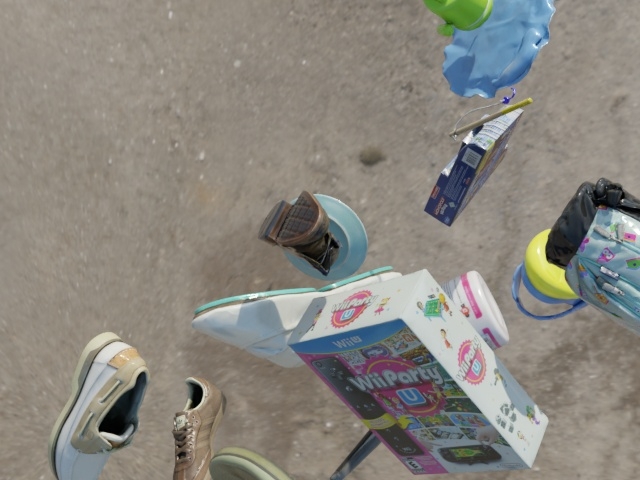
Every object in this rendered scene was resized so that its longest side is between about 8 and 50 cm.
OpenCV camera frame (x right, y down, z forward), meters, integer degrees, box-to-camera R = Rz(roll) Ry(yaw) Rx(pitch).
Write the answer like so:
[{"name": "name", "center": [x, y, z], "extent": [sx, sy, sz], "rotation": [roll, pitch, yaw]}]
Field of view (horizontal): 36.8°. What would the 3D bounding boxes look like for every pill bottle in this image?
[{"name": "pill bottle", "center": [0.216, 0.187, 1.916], "extent": [0.283, 0.160, 0.160], "rotation": [-26, 85, 13]}]

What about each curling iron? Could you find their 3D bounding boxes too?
[{"name": "curling iron", "center": [0.102, 0.302, 1.601], "extent": [0.274, 0.068, 0.035], "rotation": [-50, 123, -30]}]

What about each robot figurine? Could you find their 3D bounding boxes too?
[{"name": "robot figurine", "center": [0.176, -0.311, 1.230], "extent": [0.115, 0.067, 0.101], "rotation": [18, 105, -49]}]

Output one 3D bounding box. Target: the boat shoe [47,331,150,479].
[{"name": "boat shoe", "center": [-0.360, 0.303, 1.572], "extent": [0.103, 0.302, 0.113], "rotation": [31, 27, 26]}]

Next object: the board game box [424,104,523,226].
[{"name": "board game box", "center": [0.279, -0.151, 1.695], "extent": [0.060, 0.194, 0.194], "rotation": [34, 48, 13]}]

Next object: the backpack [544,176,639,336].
[{"name": "backpack", "center": [0.310, 0.028, 0.930], "extent": [0.182, 0.152, 0.115], "rotation": [34, 99, 12]}]

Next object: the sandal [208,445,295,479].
[{"name": "sandal", "center": [-0.030, 0.307, 0.973], "extent": [0.086, 0.303, 0.120], "rotation": [-42, 132, -17]}]

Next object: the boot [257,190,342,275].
[{"name": "boot", "center": [-0.003, -0.006, 1.256], "extent": [0.106, 0.219, 0.082], "rotation": [30, 83, -16]}]

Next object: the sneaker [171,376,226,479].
[{"name": "sneaker", "center": [-0.190, 0.282, 1.376], "extent": [0.071, 0.066, 0.188], "rotation": [46, 35, -31]}]

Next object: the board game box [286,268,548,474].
[{"name": "board game box", "center": [0.135, 0.193, 1.329], "extent": [0.303, 0.224, 0.097], "rotation": [49, 49, -20]}]

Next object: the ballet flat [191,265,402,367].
[{"name": "ballet flat", "center": [-0.010, 0.131, 1.513], "extent": [0.400, 0.139, 0.139], "rotation": [-9, 80, -39]}]

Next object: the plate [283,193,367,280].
[{"name": "plate", "center": [0.000, 0.000, 1.872], "extent": [0.188, 0.188, 0.024], "rotation": [42, 34, -3]}]

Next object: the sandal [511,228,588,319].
[{"name": "sandal", "center": [0.382, 0.033, 1.338], "extent": [0.317, 0.138, 0.126], "rotation": [-9, 62, -29]}]

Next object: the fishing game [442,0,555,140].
[{"name": "fishing game", "center": [0.240, -0.269, 1.272], "extent": [0.041, 0.189, 0.264], "rotation": [23, 57, -35]}]
